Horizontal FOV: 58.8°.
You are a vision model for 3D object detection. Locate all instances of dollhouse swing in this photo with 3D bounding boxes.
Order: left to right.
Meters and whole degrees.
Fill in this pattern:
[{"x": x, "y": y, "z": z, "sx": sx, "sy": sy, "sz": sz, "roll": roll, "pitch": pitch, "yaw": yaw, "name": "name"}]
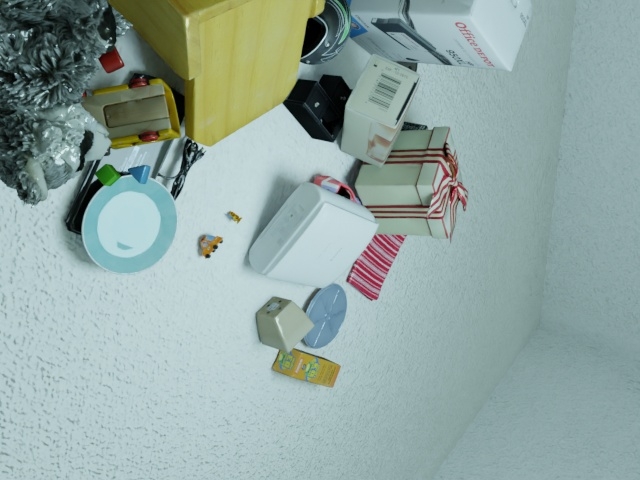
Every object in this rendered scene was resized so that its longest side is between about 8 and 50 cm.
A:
[{"x": -0.203, "y": -0.414, "z": 1.056, "sx": 0.347, "sy": 0.315, "sz": 0.305, "roll": -42, "pitch": 175, "yaw": -34, "name": "dollhouse swing"}]

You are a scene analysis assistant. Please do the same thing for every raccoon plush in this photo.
[{"x": -0.476, "y": -0.248, "z": 0.750, "sx": 0.446, "sy": 0.216, "sz": 0.299, "roll": 27, "pitch": 92, "yaw": -24, "name": "raccoon plush"}]

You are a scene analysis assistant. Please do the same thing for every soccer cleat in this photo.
[{"x": 0.065, "y": -0.106, "z": 1.537, "sx": 0.248, "sy": 0.095, "sz": 0.083, "roll": 31, "pitch": 80, "yaw": -53, "name": "soccer cleat"}]

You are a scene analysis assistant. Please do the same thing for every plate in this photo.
[{"x": -0.349, "y": -0.029, "z": 1.043, "sx": 0.188, "sy": 0.024, "sz": 0.188, "roll": -18, "pitch": 116, "yaw": -42, "name": "plate"}]

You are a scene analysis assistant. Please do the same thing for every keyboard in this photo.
[{"x": -0.329, "y": -0.135, "z": 1.067, "sx": 0.201, "sy": 0.033, "sz": 0.317, "roll": 29, "pitch": 83, "yaw": -47, "name": "keyboard"}]

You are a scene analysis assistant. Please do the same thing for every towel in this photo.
[{"x": 0.190, "y": 0.045, "z": 1.825, "sx": 0.199, "sy": 0.031, "sz": 0.274, "roll": 40, "pitch": 74, "yaw": -51, "name": "towel"}]

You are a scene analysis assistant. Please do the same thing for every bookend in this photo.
[{"x": 0.005, "y": -0.346, "z": 1.369, "sx": 0.156, "sy": 0.072, "sz": 0.157, "roll": 43, "pitch": 70, "yaw": -51, "name": "bookend"}]

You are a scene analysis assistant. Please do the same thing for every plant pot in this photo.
[{"x": -0.101, "y": 0.207, "z": 1.462, "sx": 0.109, "sy": 0.109, "sz": 0.096, "roll": -43, "pitch": 124, "yaw": -33, "name": "plant pot"}]

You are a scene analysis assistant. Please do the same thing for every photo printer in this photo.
[{"x": 0.000, "y": 0.000, "z": 1.431, "sx": 0.256, "sy": 0.107, "sz": 0.307, "roll": -50, "pitch": 147, "yaw": 14, "name": "photo printer"}]

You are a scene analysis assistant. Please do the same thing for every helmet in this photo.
[{"x": -0.013, "y": -0.465, "z": 1.217, "sx": 0.169, "sy": 0.169, "sz": 0.161, "roll": -49, "pitch": 122, "yaw": -27, "name": "helmet"}]

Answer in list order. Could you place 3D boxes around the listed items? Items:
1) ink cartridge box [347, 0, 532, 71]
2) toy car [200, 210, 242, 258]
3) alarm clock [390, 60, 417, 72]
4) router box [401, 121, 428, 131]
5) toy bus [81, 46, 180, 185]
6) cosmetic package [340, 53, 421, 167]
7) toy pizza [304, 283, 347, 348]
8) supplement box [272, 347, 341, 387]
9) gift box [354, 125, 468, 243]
[{"x": 0.245, "y": -0.537, "z": 1.319, "sx": 0.285, "sy": 0.395, "sz": 0.166, "roll": 15, "pitch": 93, "yaw": -54, "name": "ink cartridge box"}, {"x": -0.228, "y": -0.015, "z": 1.264, "sx": 0.040, "sy": 0.060, "sz": 0.122, "roll": 39, "pitch": 46, "yaw": -8, "name": "toy car"}, {"x": 0.213, "y": -0.477, "z": 1.593, "sx": 0.192, "sy": 0.064, "sz": 0.129, "roll": -52, "pitch": 140, "yaw": -18, "name": "alarm clock"}, {"x": 0.294, "y": -0.306, "z": 1.746, "sx": 0.038, "sy": 0.092, "sz": 0.122, "roll": -56, "pitch": 141, "yaw": -19, "name": "router box"}, {"x": -0.334, "y": -0.199, "z": 0.943, "sx": 0.191, "sy": 0.202, "sz": 0.104, "roll": -55, "pitch": -178, "yaw": 1, "name": "toy bus"}, {"x": 0.140, "y": -0.306, "z": 1.399, "sx": 0.296, "sy": 0.129, "sz": 0.153, "roll": 90, "pitch": 25, "yaw": -82, "name": "cosmetic package"}, {"x": 0.009, "y": 0.219, "z": 1.666, "sx": 0.201, "sy": 0.032, "sz": 0.201, "roll": -26, "pitch": 124, "yaw": -45, "name": "toy pizza"}, {"x": -0.036, "y": 0.365, "z": 1.637, "sx": 0.233, "sy": 0.080, "sz": 0.078, "roll": 32, "pitch": 78, "yaw": -51, "name": "supplement box"}, {"x": 0.269, "y": -0.139, "z": 1.600, "sx": 0.255, "sy": 0.258, "sz": 0.276, "roll": 56, "pitch": 44, "yaw": -49, "name": "gift box"}]
